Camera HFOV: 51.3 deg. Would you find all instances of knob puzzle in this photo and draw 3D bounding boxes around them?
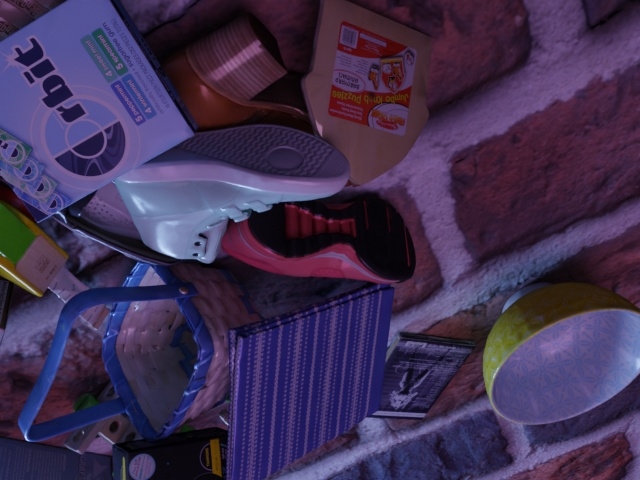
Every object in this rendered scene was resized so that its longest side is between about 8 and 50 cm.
[{"bbox_3d":[0.051,-0.162,0.775,0.213,0.030,0.213,-6,100,-38],"label":"knob puzzle"}]

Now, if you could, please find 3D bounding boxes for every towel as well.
[{"bbox_3d":[-0.009,0.198,0.977,0.336,0.040,0.243,-13,113,-47],"label":"towel"}]

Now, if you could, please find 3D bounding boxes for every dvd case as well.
[{"bbox_3d":[0.170,0.260,1.248,0.164,0.018,0.221,10,125,-24],"label":"dvd case"}]

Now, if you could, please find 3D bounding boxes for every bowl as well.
[{"bbox_3d":[0.396,0.164,1.140,0.289,0.156,0.289,-8,131,-9],"label":"bowl"}]

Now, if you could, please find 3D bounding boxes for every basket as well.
[{"bbox_3d":[-0.237,0.153,0.898,0.289,0.201,0.255,-8,139,-51],"label":"basket"}]

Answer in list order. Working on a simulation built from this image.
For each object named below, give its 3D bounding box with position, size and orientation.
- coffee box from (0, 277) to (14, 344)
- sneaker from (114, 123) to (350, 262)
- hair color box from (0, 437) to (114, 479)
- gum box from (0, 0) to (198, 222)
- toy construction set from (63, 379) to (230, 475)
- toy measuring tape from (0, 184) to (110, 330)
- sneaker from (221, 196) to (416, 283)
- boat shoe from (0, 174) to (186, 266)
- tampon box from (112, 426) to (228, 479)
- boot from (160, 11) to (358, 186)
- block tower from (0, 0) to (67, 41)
[{"bbox_3d":[-0.545,0.107,0.858,0.246,0.098,0.141,15,123,-27],"label":"coffee box"},{"bbox_3d":[-0.093,-0.044,0.748,0.256,0.094,0.151,2,134,5],"label":"sneaker"},{"bbox_3d":[-0.494,0.460,1.162,0.374,0.113,0.185,23,120,-31],"label":"hair color box"},{"bbox_3d":[-0.238,-0.128,0.635,0.184,0.041,0.157,-28,111,8],"label":"gum box"},{"bbox_3d":[-0.246,0.304,1.058,0.309,0.257,0.237,-39,119,-10],"label":"toy construction set"},{"bbox_3d":[-0.385,0.022,0.848,0.121,0.121,0.330,-19,149,0],"label":"toy measuring tape"},{"bbox_3d":[0.000,-0.001,0.943,0.314,0.116,0.136,13,159,-36],"label":"sneaker"},{"bbox_3d":[-0.278,-0.063,0.796,0.302,0.091,0.114,25,118,-32],"label":"boat shoe"},{"bbox_3d":[-0.197,0.336,0.927,0.161,0.120,0.101,-2,173,-29],"label":"tampon box"},{"bbox_3d":[-0.095,-0.114,0.804,0.220,0.109,0.283,-29,142,19],"label":"boot"},{"bbox_3d":[-0.226,-0.291,0.621,0.335,0.091,0.097,-42,127,19],"label":"block tower"}]
